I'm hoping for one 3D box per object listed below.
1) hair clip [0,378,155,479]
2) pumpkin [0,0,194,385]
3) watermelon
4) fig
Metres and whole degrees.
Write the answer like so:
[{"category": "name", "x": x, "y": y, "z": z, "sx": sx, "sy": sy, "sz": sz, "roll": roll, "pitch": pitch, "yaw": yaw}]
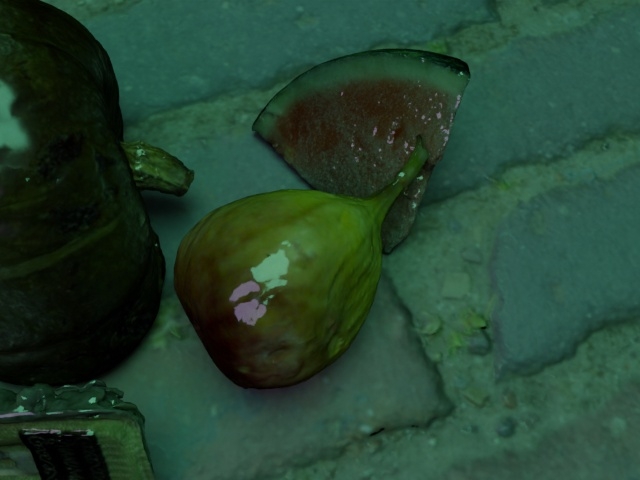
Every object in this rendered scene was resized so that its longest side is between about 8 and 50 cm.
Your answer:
[{"category": "hair clip", "x": -0.284, "y": 0.158, "z": 0.574, "sx": 0.321, "sy": 0.138, "sz": 0.091, "roll": -8, "pitch": 33, "yaw": -9}, {"category": "pumpkin", "x": -0.222, "y": -0.066, "z": 0.634, "sx": 0.242, "sy": 0.232, "sz": 0.325, "roll": -15, "pitch": 68, "yaw": -15}, {"category": "watermelon", "x": 0.035, "y": -0.104, "z": 0.739, "sx": 0.207, "sy": 0.136, "sz": 0.202, "roll": -11, "pitch": 57, "yaw": 6}, {"category": "fig", "x": 0.000, "y": 0.000, "z": 0.651, "sx": 0.159, "sy": 0.159, "sz": 0.257, "roll": 42, "pitch": 72, "yaw": 16}]
